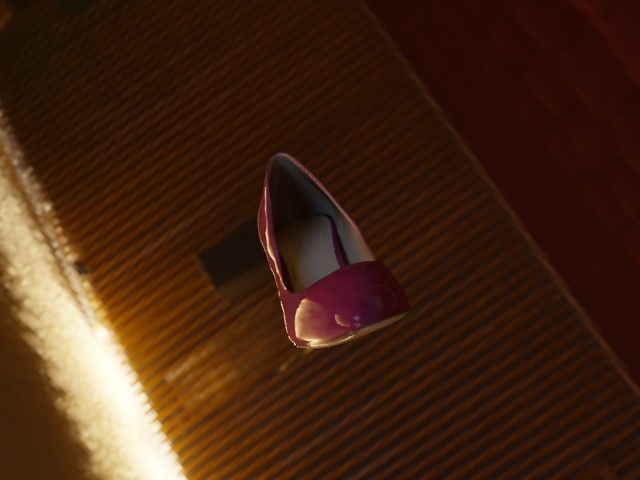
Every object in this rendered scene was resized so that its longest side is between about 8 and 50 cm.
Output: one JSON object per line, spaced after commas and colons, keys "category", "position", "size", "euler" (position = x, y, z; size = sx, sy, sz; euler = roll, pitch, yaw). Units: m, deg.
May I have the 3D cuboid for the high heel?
{"category": "high heel", "position": [0.000, 0.000, 0.949], "size": [0.244, 0.082, 0.117], "euler": [-115, 6, -82]}
